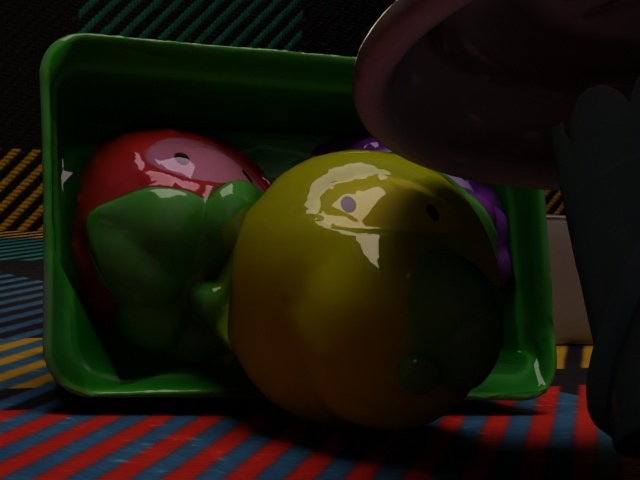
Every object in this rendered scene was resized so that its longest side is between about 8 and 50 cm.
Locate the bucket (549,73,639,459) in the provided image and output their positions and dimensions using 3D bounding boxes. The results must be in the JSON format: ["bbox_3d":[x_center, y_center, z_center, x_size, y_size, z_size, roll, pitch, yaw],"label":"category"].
[{"bbox_3d":[0.266,0.014,0.906,0.281,0.183,0.281,-3,-18,-1],"label":"bucket"}]

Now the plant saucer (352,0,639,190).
[{"bbox_3d":[0.213,-0.133,0.894,0.400,0.100,0.400,-3,-17,-1],"label":"plant saucer"}]

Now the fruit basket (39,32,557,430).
[{"bbox_3d":[0.000,0.000,1.096,0.392,0.283,0.392,-3,-14,-1],"label":"fruit basket"}]

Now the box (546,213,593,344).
[{"bbox_3d":[0.181,0.031,1.711,0.148,0.127,0.232,2,3,-29],"label":"box"}]
